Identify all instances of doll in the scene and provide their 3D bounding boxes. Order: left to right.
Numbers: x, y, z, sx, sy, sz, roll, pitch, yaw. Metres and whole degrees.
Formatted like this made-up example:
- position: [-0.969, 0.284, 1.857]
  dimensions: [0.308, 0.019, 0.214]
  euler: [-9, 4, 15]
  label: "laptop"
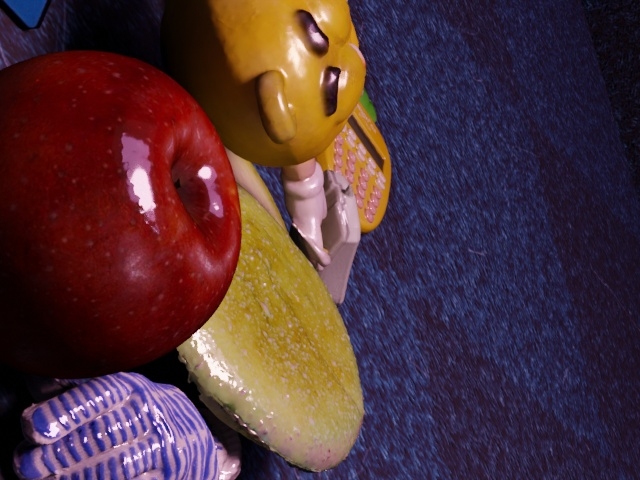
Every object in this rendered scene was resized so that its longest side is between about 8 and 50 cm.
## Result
- position: [-0.057, -0.169, 1.385]
  dimensions: [0.348, 0.161, 0.423]
  euler: [76, -4, -55]
  label: "doll"

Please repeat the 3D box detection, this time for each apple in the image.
- position: [-0.161, -0.017, 1.046]
  dimensions: [0.218, 0.201, 0.218]
  euler: [50, 28, -39]
  label: "apple"

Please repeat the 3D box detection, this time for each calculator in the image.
- position: [0.036, -0.103, 1.814]
  dimensions: [0.146, 0.032, 0.235]
  euler: [54, 27, -30]
  label: "calculator"

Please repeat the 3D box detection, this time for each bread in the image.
- position: [-0.058, 0.051, 1.262]
  dimensions: [0.301, 0.045, 0.301]
  euler: [46, 21, -24]
  label: "bread"

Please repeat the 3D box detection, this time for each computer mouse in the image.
- position: [0.000, 0.000, 1.528]
  dimensions: [0.181, 0.056, 0.089]
  euler: [107, -31, -56]
  label: "computer mouse"

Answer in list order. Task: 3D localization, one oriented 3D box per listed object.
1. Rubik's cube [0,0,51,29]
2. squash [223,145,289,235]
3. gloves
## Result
- position: [-0.300, -0.302, 1.207]
  dimensions: [0.234, 0.284, 0.250]
  euler: [4, 98, -45]
  label: "Rubik's cube"
- position: [-0.099, -0.005, 1.394]
  dimensions: [0.252, 0.049, 0.252]
  euler: [47, 29, -35]
  label: "squash"
- position: [-0.135, 0.141, 1.117]
  dimensions: [0.119, 0.097, 0.229]
  euler: [43, 16, 26]
  label: "gloves"
